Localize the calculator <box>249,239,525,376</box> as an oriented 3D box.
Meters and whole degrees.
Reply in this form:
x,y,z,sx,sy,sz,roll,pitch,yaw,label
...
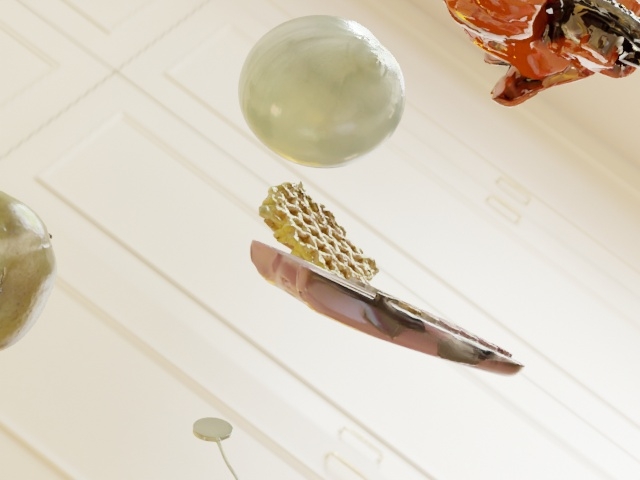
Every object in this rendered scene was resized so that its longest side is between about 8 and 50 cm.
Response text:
x,y,z,sx,sy,sz,roll,pitch,yaw,label
0.072,0.078,0.904,0.194,0.294,0.043,22,88,64,calculator

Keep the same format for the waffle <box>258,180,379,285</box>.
x,y,z,sx,sy,sz,roll,pitch,yaw,label
0.000,0.000,1.457,0.059,0.243,0.238,-46,-9,15,waffle

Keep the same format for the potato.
x,y,z,sx,sy,sz,roll,pitch,yaw,label
-0.489,0.034,1.102,0.351,0.202,0.218,1,-53,-56,potato

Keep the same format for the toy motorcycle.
x,y,z,sx,sy,sz,roll,pitch,yaw,label
0.109,-0.217,0.675,0.148,0.326,0.221,-56,0,7,toy motorcycle

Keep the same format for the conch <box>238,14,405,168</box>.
x,y,z,sx,sy,sz,roll,pitch,yaw,label
-0.007,-0.178,0.996,0.185,0.221,0.121,-54,-32,-20,conch

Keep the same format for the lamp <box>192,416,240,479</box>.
x,y,z,sx,sy,sz,roll,pitch,yaw,label
-0.109,0.276,1.052,0.198,0.050,0.056,-135,48,-59,lamp
